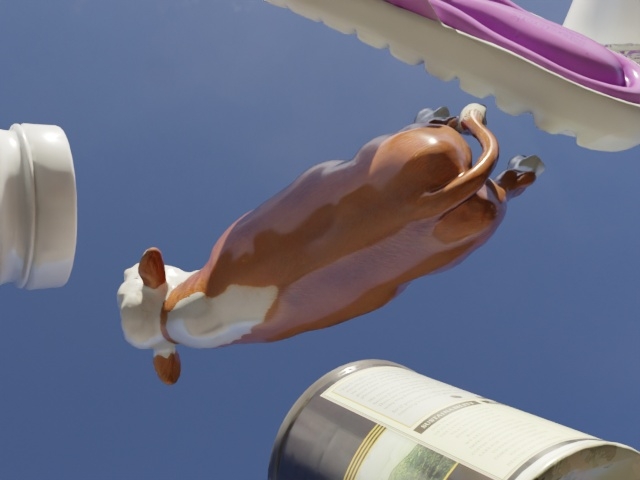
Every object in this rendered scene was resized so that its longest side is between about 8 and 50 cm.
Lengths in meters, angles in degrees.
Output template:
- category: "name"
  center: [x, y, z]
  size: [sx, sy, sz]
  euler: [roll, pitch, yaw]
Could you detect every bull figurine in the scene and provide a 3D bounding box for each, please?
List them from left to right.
- category: "bull figurine"
  center: [0.000, 0.000, 0.548]
  size: [0.188, 0.310, 0.101]
  euler: [-40, -75, -51]

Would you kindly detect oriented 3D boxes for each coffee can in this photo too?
- category: "coffee can"
  center: [0.107, 0.221, 0.651]
  size: [0.201, 0.275, 0.202]
  euler: [-3, -85, -30]

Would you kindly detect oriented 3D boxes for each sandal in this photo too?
- category: "sandal"
  center: [0.062, -0.202, 0.575]
  size: [0.416, 0.169, 0.102]
  euler: [26, -57, 1]

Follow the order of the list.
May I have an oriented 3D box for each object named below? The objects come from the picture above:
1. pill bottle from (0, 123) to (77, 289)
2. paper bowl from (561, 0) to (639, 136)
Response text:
- category: "pill bottle"
  center: [-0.340, -0.022, 0.539]
  size: [0.322, 0.181, 0.182]
  euler: [-2, -93, -30]
- category: "paper bowl"
  center: [0.351, -0.190, 0.778]
  size: [0.284, 0.284, 0.148]
  euler: [-9, -72, -11]
